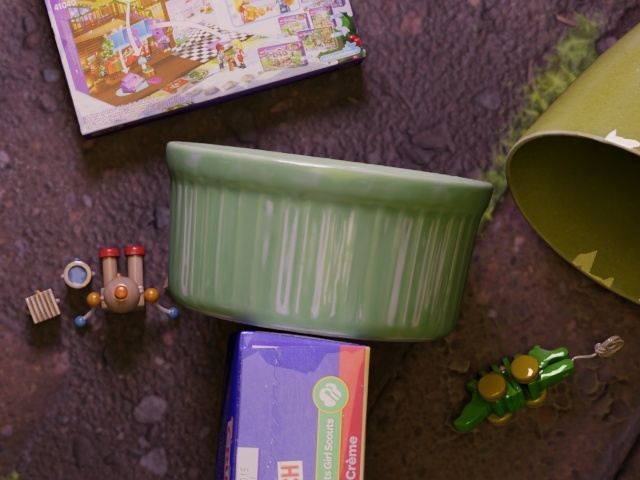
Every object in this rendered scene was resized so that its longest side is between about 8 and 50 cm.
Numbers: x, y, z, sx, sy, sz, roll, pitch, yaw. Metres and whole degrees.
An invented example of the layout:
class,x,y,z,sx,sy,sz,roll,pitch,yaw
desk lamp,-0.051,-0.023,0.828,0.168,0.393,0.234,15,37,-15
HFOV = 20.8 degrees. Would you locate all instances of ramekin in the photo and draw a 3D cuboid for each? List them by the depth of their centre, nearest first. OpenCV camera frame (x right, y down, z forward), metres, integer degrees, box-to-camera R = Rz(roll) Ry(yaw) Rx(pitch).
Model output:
class,x,y,z,sx,sy,sz,roll,pitch,yaw
ramekin,0.000,0.000,1.610,0.303,0.303,0.148,7,94,-4

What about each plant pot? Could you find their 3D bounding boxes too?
class,x,y,z,sx,sy,sz,roll,pitch,yaw
plant pot,0.368,-0.119,1.678,0.275,0.275,0.293,36,68,-2

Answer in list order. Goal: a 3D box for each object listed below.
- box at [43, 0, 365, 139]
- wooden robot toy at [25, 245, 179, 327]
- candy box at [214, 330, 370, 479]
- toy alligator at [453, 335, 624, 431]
class,x,y,z,sx,sy,sz,roll,pitch,yaw
box,-0.122,-0.235,1.728,0.293,0.057,0.201,-16,89,-5
wooden robot toy,-0.203,0.044,1.696,0.173,0.079,0.076,-5,87,-5
candy box,-0.033,0.219,1.579,0.122,0.317,0.268,4,87,-4
toy alligator,0.209,0.130,1.738,0.189,0.056,0.051,-28,49,-5
